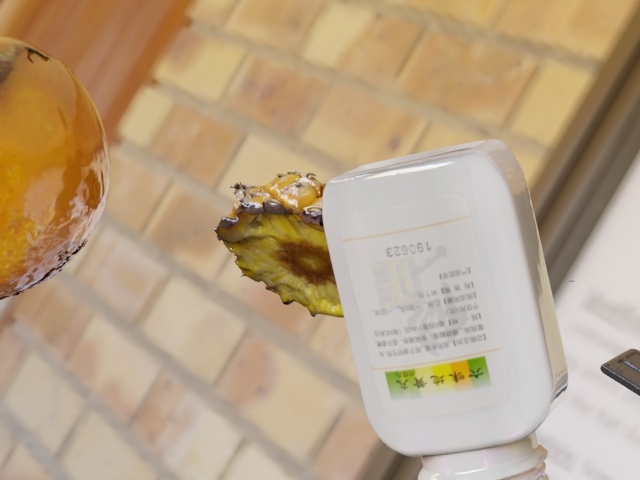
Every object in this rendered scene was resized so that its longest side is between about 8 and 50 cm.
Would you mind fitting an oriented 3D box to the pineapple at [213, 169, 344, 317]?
[{"bbox_3d":[0.000,0.000,1.894,0.224,0.076,0.225,16,-28,9],"label":"pineapple"}]

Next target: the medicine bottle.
[{"bbox_3d":[0.118,0.083,1.690,0.179,0.324,0.124,-11,5,21],"label":"medicine bottle"}]

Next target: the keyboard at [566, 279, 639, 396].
[{"bbox_3d":[0.427,0.180,2.299,0.381,0.041,0.103,39,30,22],"label":"keyboard"}]

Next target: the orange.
[{"bbox_3d":[-0.309,-0.069,1.709,0.246,0.246,0.246,31,-1,1],"label":"orange"}]
